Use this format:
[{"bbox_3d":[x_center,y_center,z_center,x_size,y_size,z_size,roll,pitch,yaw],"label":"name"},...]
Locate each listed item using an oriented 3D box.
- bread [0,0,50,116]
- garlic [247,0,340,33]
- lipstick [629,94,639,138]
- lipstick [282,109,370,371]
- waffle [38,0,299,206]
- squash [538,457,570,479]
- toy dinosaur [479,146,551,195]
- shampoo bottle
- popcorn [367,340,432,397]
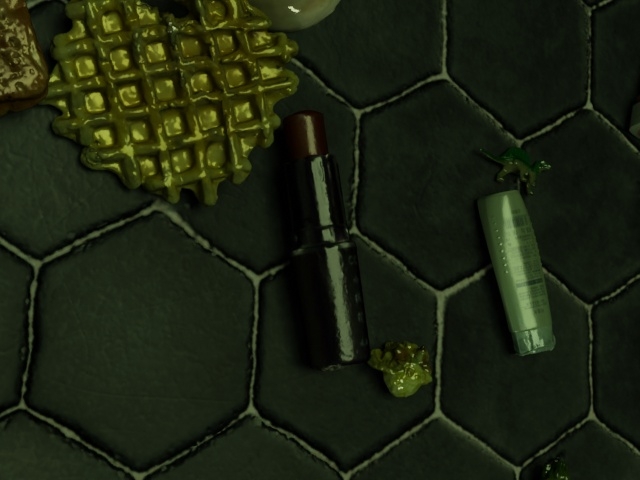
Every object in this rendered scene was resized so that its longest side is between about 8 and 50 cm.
[{"bbox_3d":[-0.364,-0.252,1.048,0.139,0.077,0.271,-18,89,-21],"label":"bread"},{"bbox_3d":[-0.047,-0.374,1.183,0.184,0.203,0.281,2,68,-62],"label":"garlic"},{"bbox_3d":[0.498,-0.238,1.550,0.063,0.057,0.186,23,69,-25],"label":"lipstick"},{"bbox_3d":[0.000,0.000,1.216,0.081,0.081,0.300,-9,87,-30],"label":"lipstick"},{"bbox_3d":[-0.163,-0.171,1.133,0.261,0.056,0.250,35,91,-18],"label":"waffle"},{"bbox_3d":[0.266,0.397,1.318,0.069,0.069,0.258,35,67,-21],"label":"squash"},{"bbox_3d":[0.257,-0.103,1.414,0.119,0.029,0.060,22,57,-20],"label":"toy dinosaur"},{"bbox_3d":[0.255,0.042,1.373,0.072,0.049,0.212,-8,86,-34],"label":"shampoo bottle"},{"bbox_3d":[0.093,0.151,1.260,0.083,0.059,0.068,19,74,-17],"label":"popcorn"}]
